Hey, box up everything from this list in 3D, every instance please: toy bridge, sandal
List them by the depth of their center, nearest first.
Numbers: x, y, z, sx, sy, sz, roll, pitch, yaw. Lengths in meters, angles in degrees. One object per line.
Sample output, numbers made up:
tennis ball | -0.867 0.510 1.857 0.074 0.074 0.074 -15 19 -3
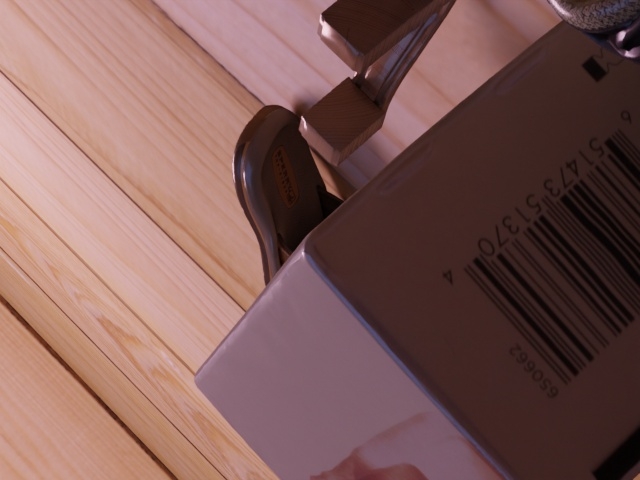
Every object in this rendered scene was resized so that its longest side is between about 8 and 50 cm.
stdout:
toy bridge | 0.029 -0.090 0.524 0.026 0.063 0.188 45 161 11
sandal | 0.000 0.000 0.798 0.049 0.072 0.180 10 139 29

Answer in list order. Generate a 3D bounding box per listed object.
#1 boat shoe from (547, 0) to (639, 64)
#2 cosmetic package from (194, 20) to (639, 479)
boat shoe | 0.088 -0.083 0.364 0.080 0.073 0.223 41 167 46
cosmetic package | 0.057 0.037 0.587 0.129 0.153 0.296 48 164 2
